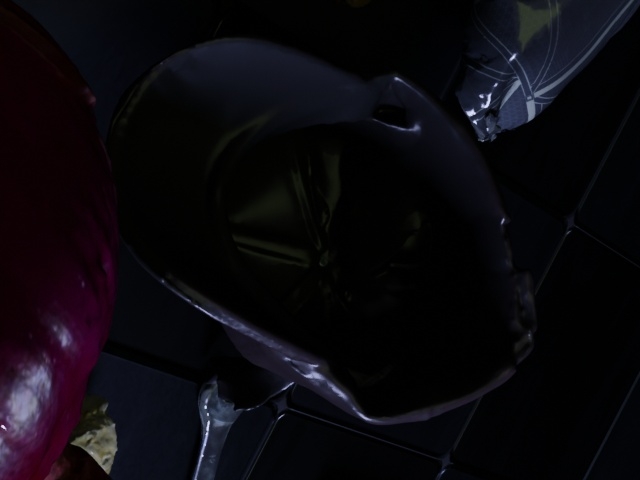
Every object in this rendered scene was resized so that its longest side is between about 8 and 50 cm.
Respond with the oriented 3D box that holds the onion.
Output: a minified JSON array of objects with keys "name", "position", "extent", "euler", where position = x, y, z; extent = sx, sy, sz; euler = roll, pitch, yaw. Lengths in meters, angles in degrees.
[{"name":"onion","position":[-0.220,0.055,0.715],"extent":[0.348,0.348,0.385],"euler":[-51,127,-13]}]

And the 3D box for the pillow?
[{"name":"pillow","position":[0.215,-0.221,1.200],"extent":[0.335,0.092,0.161],"euler":[-49,141,-13]}]

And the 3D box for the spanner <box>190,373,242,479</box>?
[{"name":"spanner","position":[-0.100,0.216,1.177],"extent":[0.054,0.015,0.254],"euler":[0,111,-45]}]

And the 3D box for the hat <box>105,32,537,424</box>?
[{"name":"hat","position":[-0.031,-0.005,1.047],"extent":[0.336,0.209,0.238],"euler":[22,74,-31]}]

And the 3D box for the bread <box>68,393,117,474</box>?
[{"name":"bread","position":[-0.206,0.186,1.029],"extent":[0.136,0.054,0.154],"euler":[-8,114,-40]}]

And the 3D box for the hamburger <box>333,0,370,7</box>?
[{"name":"hamburger","position":[0.036,-0.201,1.053],"extent":[0.083,0.044,0.076],"euler":[-56,-177,-10]}]
